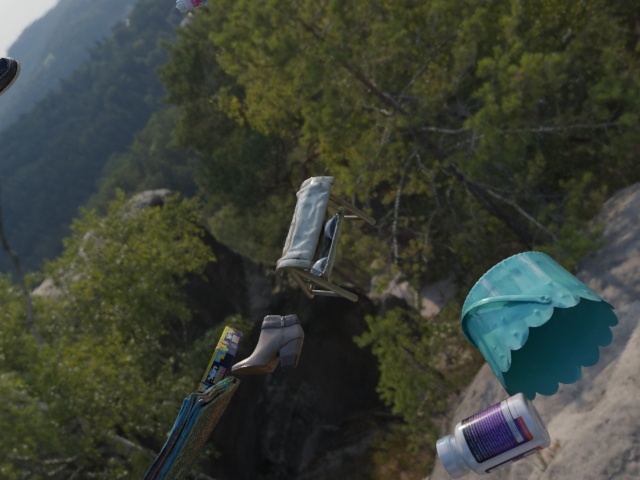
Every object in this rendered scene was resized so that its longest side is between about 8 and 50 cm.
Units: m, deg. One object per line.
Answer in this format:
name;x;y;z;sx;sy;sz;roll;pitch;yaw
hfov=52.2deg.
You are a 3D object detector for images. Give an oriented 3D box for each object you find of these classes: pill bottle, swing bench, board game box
pill bottle;0.323;0.377;1.238;0.193;0.108;0.108;-32;31;17
swing bench;0.000;0.000;1.751;0.165;0.255;0.253;1;65;36
board game box;-0.234;0.290;1.504;0.170;0.048;0.141;-94;29;-81

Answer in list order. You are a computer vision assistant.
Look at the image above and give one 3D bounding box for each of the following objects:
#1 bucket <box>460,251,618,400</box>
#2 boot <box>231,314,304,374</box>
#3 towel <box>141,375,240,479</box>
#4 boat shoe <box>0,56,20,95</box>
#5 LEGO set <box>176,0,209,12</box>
bucket;0.437;0.171;1.340;0.281;0.281;0.183;-46;42;12
boot;-0.083;0.163;1.036;0.118;0.042;0.087;-7;63;6
towel;-0.252;0.381;1.198;0.271;0.040;0.370;-60;-5;-4
boat shoe;-0.651;-0.292;1.194;0.206;0.065;0.075;-16;68;10
LEGO set;-0.267;-0.590;1.237;0.107;0.287;0.132;-11;30;23
